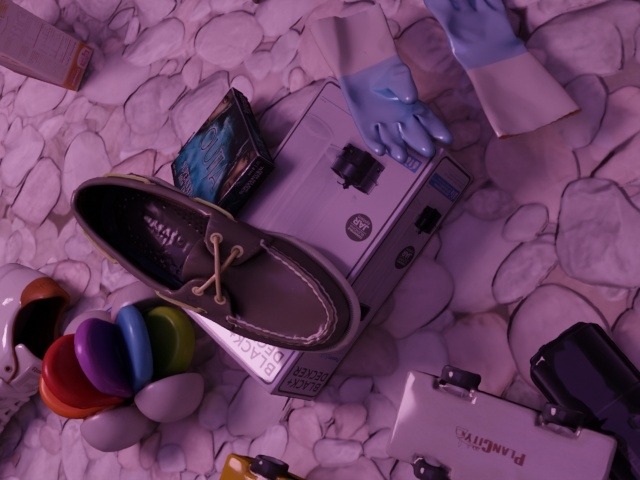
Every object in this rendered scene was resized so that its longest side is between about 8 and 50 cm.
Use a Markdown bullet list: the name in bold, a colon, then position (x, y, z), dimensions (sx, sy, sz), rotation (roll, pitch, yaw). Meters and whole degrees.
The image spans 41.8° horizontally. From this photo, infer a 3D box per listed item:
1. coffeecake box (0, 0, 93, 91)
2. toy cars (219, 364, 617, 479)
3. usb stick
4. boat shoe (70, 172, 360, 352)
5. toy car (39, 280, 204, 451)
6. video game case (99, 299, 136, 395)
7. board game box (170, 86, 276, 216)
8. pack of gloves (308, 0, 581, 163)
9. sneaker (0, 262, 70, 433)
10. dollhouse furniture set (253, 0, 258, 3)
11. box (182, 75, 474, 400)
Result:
- **coffeecake box**: position (-0.419, -0.272, 1.101), dimensions (0.142, 0.185, 0.068), rotation (20, 87, 30)
- **toy cars**: position (0.075, 0.225, 0.759), dimensions (0.394, 0.087, 0.176), rotation (-29, 65, 21)
- **usb stick**: position (0.279, 0.187, 0.687), dimensions (0.077, 0.045, 0.278), rotation (-39, 62, 7)
- **boat shoe**: position (-0.106, 0.021, 0.791), dimensions (0.305, 0.091, 0.109), rotation (27, 99, 23)
- **toy car**: position (-0.225, 0.131, 0.906), dimensions (0.182, 0.136, 0.159), rotation (-30, 65, 19)
- **video game case**: position (-0.225, 0.124, 0.995), dimensions (0.087, 0.011, 0.122), rotation (-33, 64, 18)
- **board game box**: position (-0.113, -0.083, 0.923), dimensions (0.126, 0.026, 0.186), rotation (-49, 31, 16)
- **pack of gloves**: position (0.110, -0.182, 0.813), dimensions (0.195, 0.046, 0.232), rotation (-20, 54, -2)
- **sneaker**: position (-0.393, 0.175, 1.017), dimensions (0.123, 0.106, 0.290), rotation (16, 84, 33)
- **dollhouse furniture set**: position (-0.084, -0.467, 0.999), dimensions (0.262, 0.135, 0.259), rotation (-47, 61, 10)
- **box**: position (0.000, 0.000, 0.861), dimensions (0.169, 0.087, 0.290), rotation (40, 98, 31)
